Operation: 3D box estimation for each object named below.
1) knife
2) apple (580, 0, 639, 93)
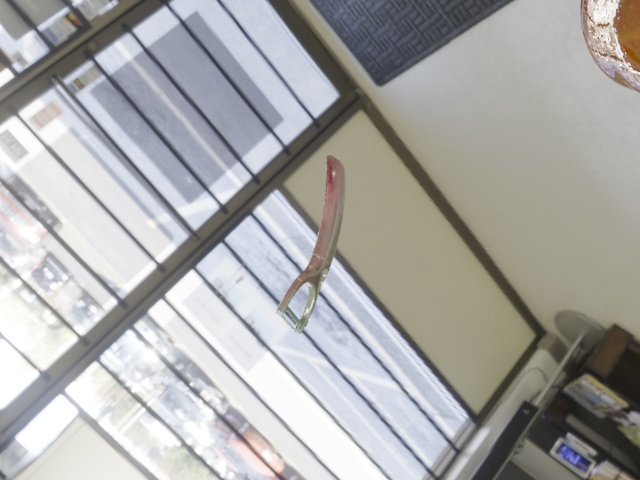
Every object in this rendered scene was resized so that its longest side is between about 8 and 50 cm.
[{"bbox_3d":[0.002,0.000,0.961,0.053,0.278,0.123,11,159,13],"label":"knife"},{"bbox_3d":[0.429,-0.280,0.665,0.288,0.288,0.317,21,116,47],"label":"apple"}]
